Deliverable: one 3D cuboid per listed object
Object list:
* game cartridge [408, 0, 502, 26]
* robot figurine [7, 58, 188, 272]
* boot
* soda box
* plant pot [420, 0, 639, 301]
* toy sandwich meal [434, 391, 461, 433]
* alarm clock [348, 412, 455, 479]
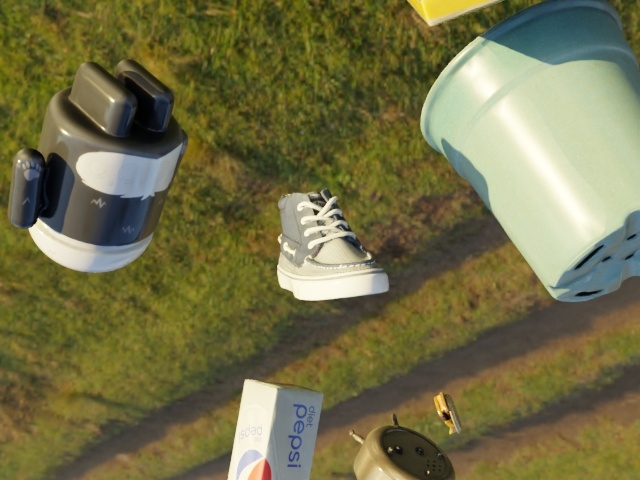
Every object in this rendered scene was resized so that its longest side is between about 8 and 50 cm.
[{"bbox_3d":[0.277,-0.388,1.162,0.324,0.285,0.052,-21,111,7],"label":"game cartridge"},{"bbox_3d":[-0.279,-0.091,1.095,0.209,0.173,0.278,12,123,-18],"label":"robot figurine"},{"bbox_3d":[0.000,0.000,0.710,0.069,0.086,0.190,-6,-176,-19],"label":"boot"},{"bbox_3d":[-0.080,0.367,1.329,0.098,0.286,0.091,14,173,-37],"label":"soda box"},{"bbox_3d":[0.369,-0.113,1.245,0.341,0.334,0.341,-18,152,-10],"label":"plant pot"},{"bbox_3d":[0.241,0.327,1.608,0.029,0.085,0.085,-20,145,9],"label":"toy sandwich meal"},{"bbox_3d":[0.120,0.310,1.109,0.129,0.192,0.064,12,118,-30],"label":"alarm clock"}]
